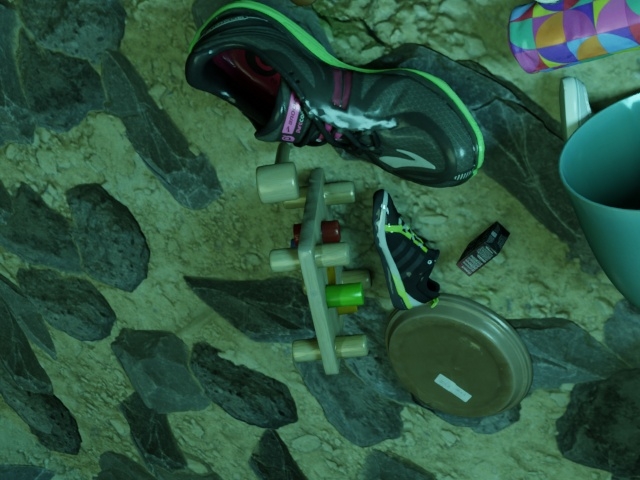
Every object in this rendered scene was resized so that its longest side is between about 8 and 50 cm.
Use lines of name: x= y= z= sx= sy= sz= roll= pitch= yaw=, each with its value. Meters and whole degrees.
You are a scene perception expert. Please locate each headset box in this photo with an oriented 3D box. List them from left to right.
headset box: x=0.256 y=0.016 z=1.604 sx=0.032 sy=0.062 sz=0.083 roll=42 pitch=134 yaw=-2

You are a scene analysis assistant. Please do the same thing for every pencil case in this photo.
pencil case: x=0.360 y=-0.282 z=1.286 sx=0.236 sy=0.104 sz=0.104 roll=-10 pitch=118 yaw=34

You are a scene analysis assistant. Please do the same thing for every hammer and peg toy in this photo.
hammer and peg toy: x=0.000 y=0.000 z=1.634 sx=0.127 sy=0.266 sz=0.361 roll=-6 pitch=122 yaw=9

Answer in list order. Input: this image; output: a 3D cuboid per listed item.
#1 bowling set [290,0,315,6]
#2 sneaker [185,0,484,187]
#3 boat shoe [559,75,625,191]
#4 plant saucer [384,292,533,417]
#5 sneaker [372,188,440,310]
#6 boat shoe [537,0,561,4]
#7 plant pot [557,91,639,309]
bowling set: x=-0.081 y=-0.429 z=1.437 sx=0.287 sy=0.200 sz=0.154 roll=1 pitch=84 yaw=32
sneaker: x=0.010 y=-0.187 z=1.501 sx=0.483 sy=0.202 sz=0.185 roll=24 pitch=134 yaw=14
boat shoe: x=0.386 y=-0.130 z=1.412 sx=0.081 sy=0.079 sz=0.227 roll=-13 pitch=117 yaw=11
plant saucer: x=0.237 y=0.214 z=1.789 sx=0.278 sy=0.041 sz=0.278 roll=16 pitch=131 yaw=20
sneaker: x=0.147 y=0.011 z=1.677 sx=0.097 sy=0.084 sz=0.235 roll=-11 pitch=121 yaw=10
boat shoe: x=0.362 y=-0.371 z=1.217 sx=0.254 sy=0.079 sz=0.095 roll=-36 pitch=89 yaw=24
plant pot: x=0.473 y=-0.031 z=1.282 sx=0.293 sy=0.293 sz=0.235 roll=-1 pitch=127 yaw=33
